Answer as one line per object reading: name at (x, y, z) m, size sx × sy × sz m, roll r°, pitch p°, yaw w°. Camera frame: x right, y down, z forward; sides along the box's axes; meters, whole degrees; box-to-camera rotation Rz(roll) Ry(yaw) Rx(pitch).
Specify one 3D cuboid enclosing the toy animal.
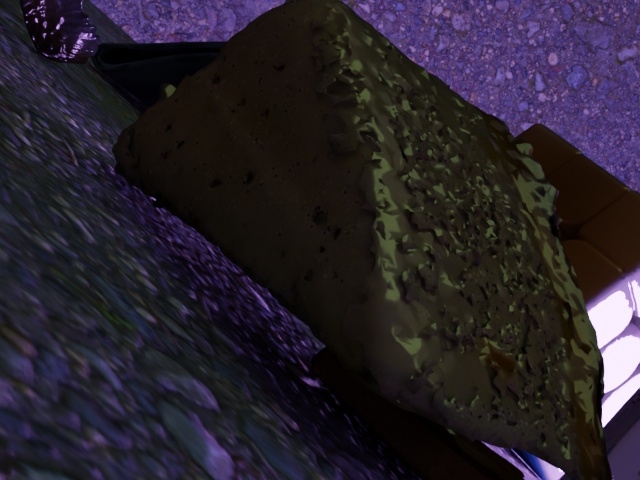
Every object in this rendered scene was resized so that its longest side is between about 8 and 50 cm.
toy animal at (-0.269, -0.295, 0.878) m, size 0.160 × 0.197 × 0.273 m, roll -5°, pitch -78°, yaw 44°

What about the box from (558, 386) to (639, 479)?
box at (0.306, 0.221, 0.912) m, size 0.116 × 0.203 × 0.274 m, roll 42°, pitch 4°, yaw 15°

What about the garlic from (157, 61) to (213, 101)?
garlic at (-0.081, -0.126, 1.238) m, size 0.214 × 0.191 × 0.160 m, roll 44°, pitch 43°, yaw -58°

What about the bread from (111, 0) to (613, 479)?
bread at (0.012, 0.031, 0.675) m, size 0.248 × 0.279 × 0.315 m, roll 34°, pitch 44°, yaw -39°

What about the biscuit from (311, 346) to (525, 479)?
biscuit at (0.087, 0.147, 0.682) m, size 0.182 × 0.034 × 0.215 m, roll 40°, pitch 2°, yaw 42°

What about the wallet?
wallet at (-0.129, -0.209, 1.339) m, size 0.290 × 0.054 × 0.251 m, roll 3°, pitch -10°, yaw 15°

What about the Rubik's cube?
Rubik's cube at (0.289, 0.079, 1.300) m, size 0.292 × 0.291 × 0.290 m, roll 48°, pitch -8°, yaw 46°
